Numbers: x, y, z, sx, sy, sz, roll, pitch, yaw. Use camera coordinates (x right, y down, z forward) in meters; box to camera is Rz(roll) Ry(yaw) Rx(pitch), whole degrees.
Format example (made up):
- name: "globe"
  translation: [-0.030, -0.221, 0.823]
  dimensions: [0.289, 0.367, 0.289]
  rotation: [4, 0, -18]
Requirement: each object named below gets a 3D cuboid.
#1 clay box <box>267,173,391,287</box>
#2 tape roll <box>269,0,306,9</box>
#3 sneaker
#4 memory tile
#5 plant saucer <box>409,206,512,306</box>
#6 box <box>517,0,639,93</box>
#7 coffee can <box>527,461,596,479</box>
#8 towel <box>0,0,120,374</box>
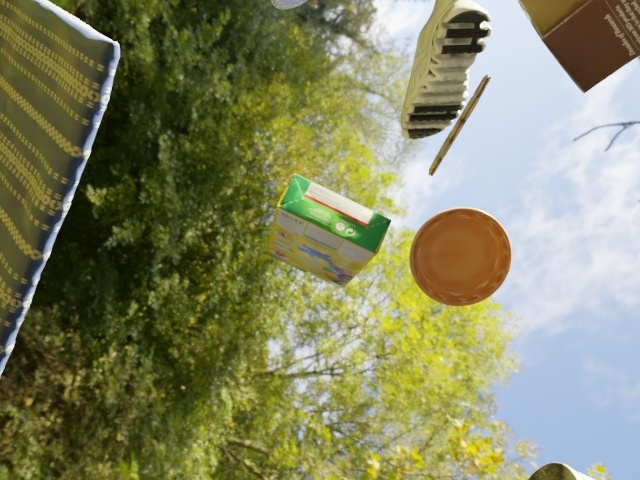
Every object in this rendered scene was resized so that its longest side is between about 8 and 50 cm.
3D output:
- name: "clay box"
  translation: [0.000, 0.000, 0.706]
  dimensions: [0.222, 0.128, 0.053]
  rotation: [120, -4, -72]
- name: "tape roll"
  translation: [-0.048, -0.633, 1.212]
  dimensions: [0.219, 0.072, 0.219]
  rotation: [-36, 173, -5]
- name: "sneaker"
  translation: [0.212, -0.309, 0.972]
  dimensions: [0.292, 0.110, 0.118]
  rotation: [107, -24, -50]
- name: "memory tile"
  translation: [0.207, -0.172, 0.805]
  dimensions: [0.113, 0.012, 0.148]
  rotation: [-54, 172, -41]
- name: "plant saucer"
  translation: [0.275, 0.031, 1.064]
  dimensions: [0.200, 0.200, 0.037]
  rotation: [-52, -174, 10]
- name: "box"
  translation: [0.509, -0.419, 0.794]
  dimensions: [0.381, 0.143, 0.191]
  rotation: [-34, -150, 31]
- name: "coffee can"
  translation: [0.434, 0.468, 0.754]
  dimensions: [0.201, 0.275, 0.201]
  rotation: [25, 90, -89]
- name: "towel"
  translation: [-0.273, -0.025, 0.410]
  dimensions: [0.243, 0.040, 0.336]
  rotation: [36, -75, 35]
